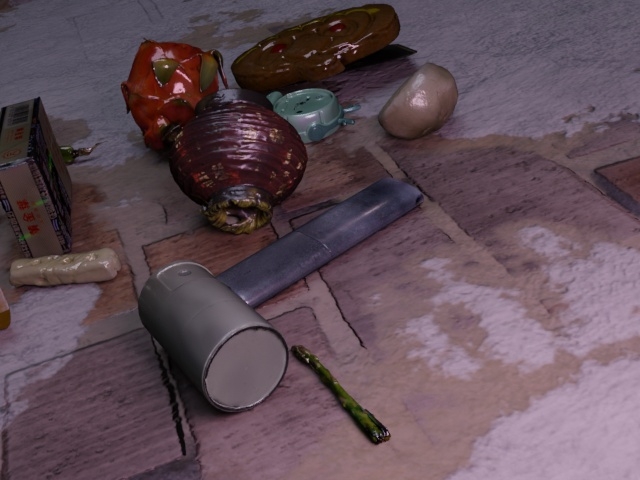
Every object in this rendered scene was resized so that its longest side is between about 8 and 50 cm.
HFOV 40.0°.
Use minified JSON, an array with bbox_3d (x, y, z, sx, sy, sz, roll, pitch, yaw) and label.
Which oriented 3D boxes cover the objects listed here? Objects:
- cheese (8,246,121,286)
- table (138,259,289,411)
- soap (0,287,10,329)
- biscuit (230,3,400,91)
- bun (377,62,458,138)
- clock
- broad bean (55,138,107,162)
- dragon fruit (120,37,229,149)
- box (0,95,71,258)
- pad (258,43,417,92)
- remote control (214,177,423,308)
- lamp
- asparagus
[{"bbox_3d":[-0.435,0.049,1.495,0.194,0.043,0.065,-6,37,8],"label":"cheese"},{"bbox_3d":[-0.150,0.125,1.193,0.126,0.126,0.220,-27,34,-23],"label":"table"},{"bbox_3d":[-0.574,0.071,1.412,0.073,0.140,0.232,-30,36,-26],"label":"soap"},{"bbox_3d":[-0.013,-0.439,1.970,0.394,0.070,0.350,-21,26,0],"label":"biscuit"},{"bbox_3d":[0.199,-0.262,1.692,0.173,0.113,0.166,-49,5,-30],"label":"bun"},{"bbox_3d":[-0.024,-0.260,1.818,0.210,0.066,0.159,-3,33,13],"label":"clock"},{"bbox_3d":[-0.619,-0.228,1.990,0.318,0.056,0.098,20,38,34],"label":"broad bean"},{"bbox_3d":[-0.305,-0.304,1.850,0.224,0.227,0.224,-10,-2,0],"label":"dragon fruit"},{"bbox_3d":[-0.539,-0.122,1.652,0.084,0.198,0.310,-16,32,-6],"label":"box"},{"bbox_3d":[0.025,-0.417,1.996,0.375,0.063,0.315,-16,21,-5],"label":"pad"},{"bbox_3d":[0.000,0.000,1.416,0.377,0.044,0.107,-32,32,-29],"label":"remote control"},{"bbox_3d":[-0.140,-0.133,1.512,0.247,0.247,0.247,-9,32,6],"label":"lamp"},{"bbox_3d":[0.019,0.189,1.132,0.022,0.023,0.233,22,10,-37],"label":"asparagus"}]
